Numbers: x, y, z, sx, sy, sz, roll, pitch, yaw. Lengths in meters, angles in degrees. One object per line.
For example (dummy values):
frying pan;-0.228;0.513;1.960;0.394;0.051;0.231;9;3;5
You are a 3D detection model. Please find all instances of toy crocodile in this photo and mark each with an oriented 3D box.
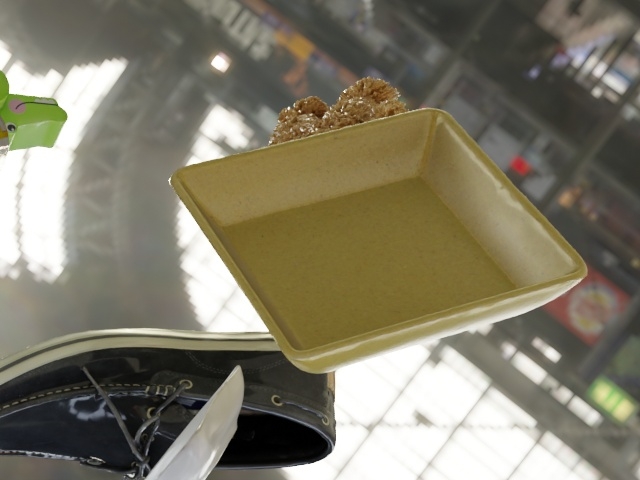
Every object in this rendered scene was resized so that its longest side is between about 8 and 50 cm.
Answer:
toy crocodile;-0.464;-0.147;2.106;0.340;0.115;0.105;8;-123;-26

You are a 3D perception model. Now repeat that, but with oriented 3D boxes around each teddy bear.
teddy bear;0.000;-0.104;2.183;0.338;0.245;0.113;-57;-44;-48

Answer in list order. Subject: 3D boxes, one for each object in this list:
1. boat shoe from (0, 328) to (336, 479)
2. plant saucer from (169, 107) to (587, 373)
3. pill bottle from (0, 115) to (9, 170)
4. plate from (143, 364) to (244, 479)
boat shoe;-0.202;0.209;2.135;0.500;0.187;0.156;-1;-126;-24
plant saucer;0.052;0.009;1.862;0.333;0.081;0.333;-15;-139;-20
pill bottle;-0.398;-0.103;1.934;0.117;0.117;0.215;35;-179;-6
plate;-0.173;0.272;1.846;0.045;0.277;0.278;39;-168;-1
